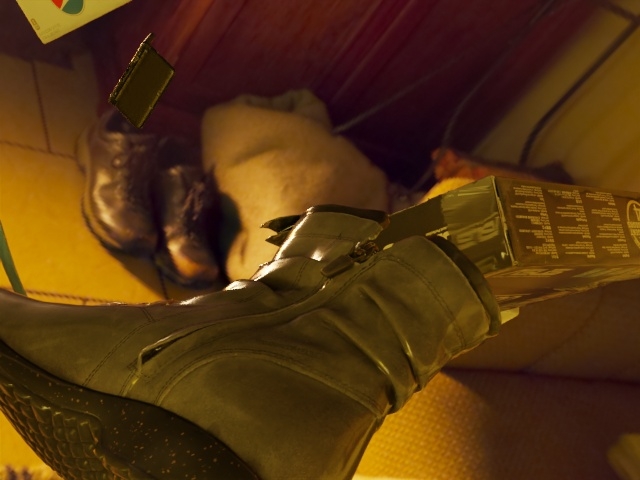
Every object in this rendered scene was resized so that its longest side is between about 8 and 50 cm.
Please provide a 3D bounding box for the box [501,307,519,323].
[{"bbox_3d":[0.242,0.038,1.467,0.130,0.091,0.170,19,62,-15],"label":"box"}]

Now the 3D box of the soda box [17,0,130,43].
[{"bbox_3d":[-0.163,-0.224,0.731,0.074,0.216,0.069,-45,114,-37],"label":"soda box"}]

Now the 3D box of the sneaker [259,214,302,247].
[{"bbox_3d":[0.001,0.002,1.250,0.170,0.089,0.051,36,29,-52],"label":"sneaker"}]

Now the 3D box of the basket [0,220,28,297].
[{"bbox_3d":[-0.513,0.101,1.225,0.289,0.201,0.254,-39,124,-45],"label":"basket"}]

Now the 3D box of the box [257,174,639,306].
[{"bbox_3d":[0.180,0.025,1.026,0.395,0.318,0.097,1,72,-47],"label":"box"}]

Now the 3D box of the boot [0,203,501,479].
[{"bbox_3d":[-0.073,0.058,0.576,0.338,0.118,0.223,22,53,38],"label":"boot"}]

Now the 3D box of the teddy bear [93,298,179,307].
[{"bbox_3d":[-0.233,0.138,1.171,0.245,0.338,0.113,-10,92,-54],"label":"teddy bear"}]

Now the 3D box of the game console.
[{"bbox_3d":[-0.285,-0.261,1.503,0.071,0.122,0.107,32,23,-14],"label":"game console"}]
